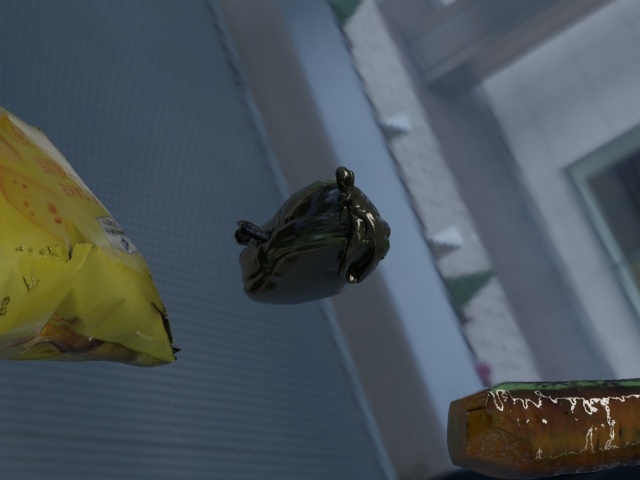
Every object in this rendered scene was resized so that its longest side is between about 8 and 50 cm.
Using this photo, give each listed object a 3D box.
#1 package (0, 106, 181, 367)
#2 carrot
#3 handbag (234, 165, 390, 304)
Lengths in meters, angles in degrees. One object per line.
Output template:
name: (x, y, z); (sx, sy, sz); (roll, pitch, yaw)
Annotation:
package: (-0.160, -0.003, 0.703); (0.168, 0.090, 0.226); (48, 17, 15)
carrot: (0.218, 0.126, 1.100); (0.070, 0.260, 0.070); (177, -90, -76)
handbag: (0.000, 0.000, 0.730); (0.072, 0.111, 0.047); (-1, 75, -20)
